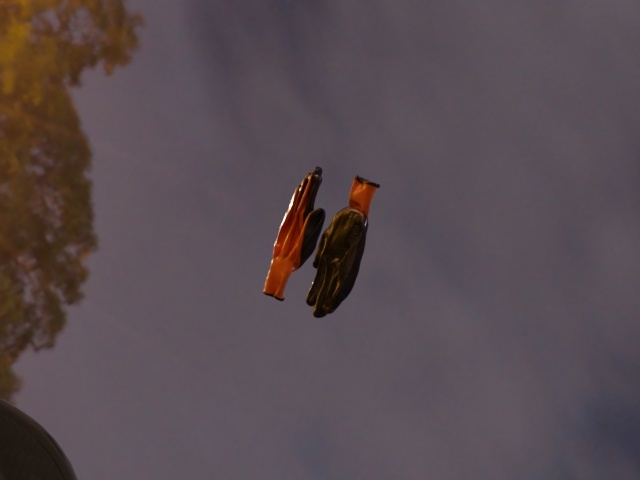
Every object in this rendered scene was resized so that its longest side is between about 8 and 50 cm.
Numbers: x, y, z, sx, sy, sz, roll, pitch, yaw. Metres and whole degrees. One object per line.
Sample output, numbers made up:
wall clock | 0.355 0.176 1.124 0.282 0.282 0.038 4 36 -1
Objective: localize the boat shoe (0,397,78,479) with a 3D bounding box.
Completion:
boat shoe | -0.150 0.047 0.257 0.223 0.073 0.080 35 27 -42

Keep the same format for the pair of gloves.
pair of gloves | 0.000 0.000 0.625 0.083 0.010 0.074 18 -90 60
